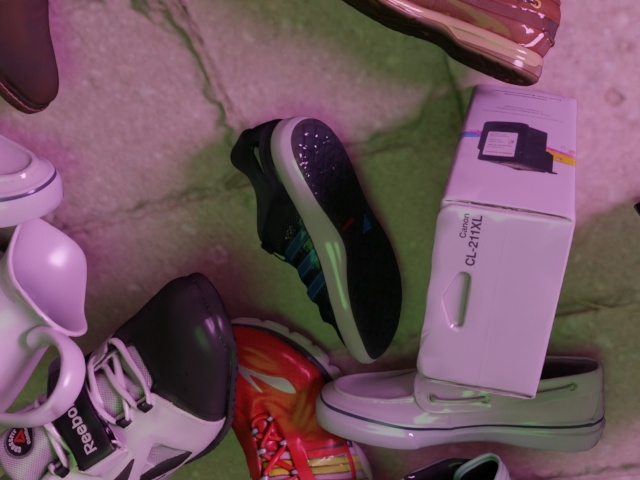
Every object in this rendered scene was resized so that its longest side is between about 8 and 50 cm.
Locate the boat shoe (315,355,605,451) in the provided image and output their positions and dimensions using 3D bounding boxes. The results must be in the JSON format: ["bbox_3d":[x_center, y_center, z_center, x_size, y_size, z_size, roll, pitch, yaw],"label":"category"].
[{"bbox_3d":[0.109,0.114,0.697,0.226,0.083,0.075,1,110,2],"label":"boat shoe"}]

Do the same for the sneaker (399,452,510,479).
[{"bbox_3d":[0.169,0.234,0.695,0.256,0.094,0.151,-3,129,-6],"label":"sneaker"}]

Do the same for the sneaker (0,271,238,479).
[{"bbox_3d":[-0.181,0.154,0.727,0.122,0.146,0.330,58,132,28],"label":"sneaker"}]

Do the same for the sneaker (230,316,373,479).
[{"bbox_3d":[-0.020,0.193,0.740,0.107,0.118,0.279,-22,103,26],"label":"sneaker"}]

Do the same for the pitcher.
[{"bbox_3d":[-0.275,0.102,0.694,0.207,0.177,0.125,-36,137,11],"label":"pitcher"}]

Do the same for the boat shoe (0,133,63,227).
[{"bbox_3d":[-0.327,-0.087,0.689,0.268,0.096,0.088,19,128,14],"label":"boat shoe"}]

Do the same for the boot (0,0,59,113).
[{"bbox_3d":[-0.195,-0.192,0.590,0.106,0.082,0.219,-3,117,20],"label":"boot"}]

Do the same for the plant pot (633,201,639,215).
[{"bbox_3d":[0.328,0.029,0.523,0.167,0.187,0.188,-38,105,17],"label":"plant pot"}]

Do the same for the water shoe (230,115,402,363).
[{"bbox_3d":[0.000,0.000,0.668,0.080,0.073,0.203,0,118,41],"label":"water shoe"}]

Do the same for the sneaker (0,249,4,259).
[{"bbox_3d":[-0.384,-0.011,0.752,0.258,0.091,0.094,21,121,-22],"label":"sneaker"}]

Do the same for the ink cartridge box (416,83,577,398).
[{"bbox_3d":[0.115,-0.005,0.556,0.072,0.175,0.127,10,122,10],"label":"ink cartridge box"}]

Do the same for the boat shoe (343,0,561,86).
[{"bbox_3d":[0.067,-0.160,0.553,0.178,0.064,0.060,26,93,-2],"label":"boat shoe"}]
